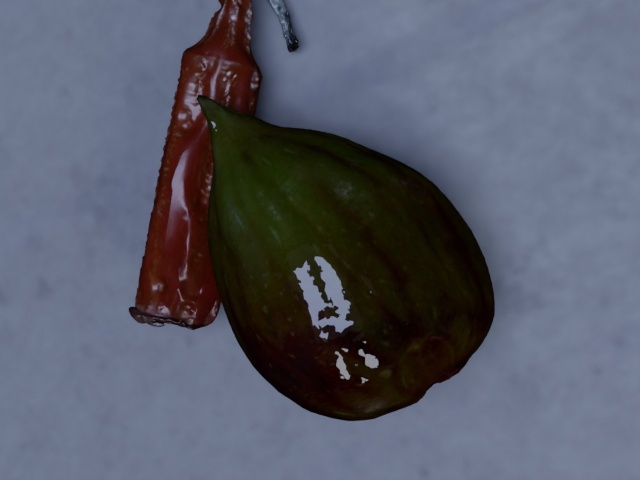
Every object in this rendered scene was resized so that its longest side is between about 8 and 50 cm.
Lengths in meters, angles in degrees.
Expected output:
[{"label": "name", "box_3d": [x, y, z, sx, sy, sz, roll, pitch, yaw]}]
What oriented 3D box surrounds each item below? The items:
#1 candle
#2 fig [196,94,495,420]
[{"label": "candle", "box_3d": [-0.045, -0.039, 0.601, 0.048, 0.053, 0.162, 13, 95, 5]}, {"label": "fig", "box_3d": [0.000, 0.000, 0.566, 0.103, 0.109, 0.155, -37, 81, 16]}]
